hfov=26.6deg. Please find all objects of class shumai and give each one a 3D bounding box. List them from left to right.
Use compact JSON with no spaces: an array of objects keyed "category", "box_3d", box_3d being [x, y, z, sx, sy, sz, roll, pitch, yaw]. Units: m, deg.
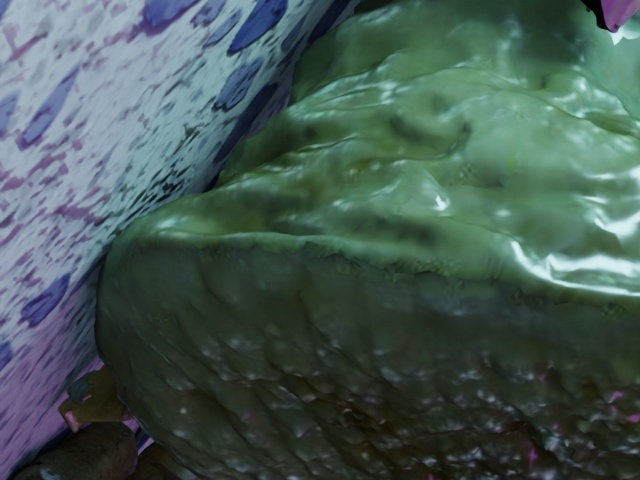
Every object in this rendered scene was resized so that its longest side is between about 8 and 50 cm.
[{"category":"shumai","box_3d":[0.097,-0.008,0.753,0.324,0.397,0.323,70,30,-53]}]

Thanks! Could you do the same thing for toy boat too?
[{"category":"toy boat","box_3d":[-0.100,0.060,0.829,0.149,0.049,0.047,-48,143,-22]}]

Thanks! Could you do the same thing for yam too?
[{"category":"yam","box_3d":[-0.163,0.157,0.893,0.054,0.054,0.132,-54,175,14]}]

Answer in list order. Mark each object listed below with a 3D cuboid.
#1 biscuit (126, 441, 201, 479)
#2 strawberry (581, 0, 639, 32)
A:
[{"category":"biscuit","box_3d":[-0.100,0.210,1.179,0.268,0.115,0.366,-39,178,40]},{"category":"strawberry","box_3d":[0.169,-0.243,0.659,0.106,0.188,0.286,32,-76,53]}]
